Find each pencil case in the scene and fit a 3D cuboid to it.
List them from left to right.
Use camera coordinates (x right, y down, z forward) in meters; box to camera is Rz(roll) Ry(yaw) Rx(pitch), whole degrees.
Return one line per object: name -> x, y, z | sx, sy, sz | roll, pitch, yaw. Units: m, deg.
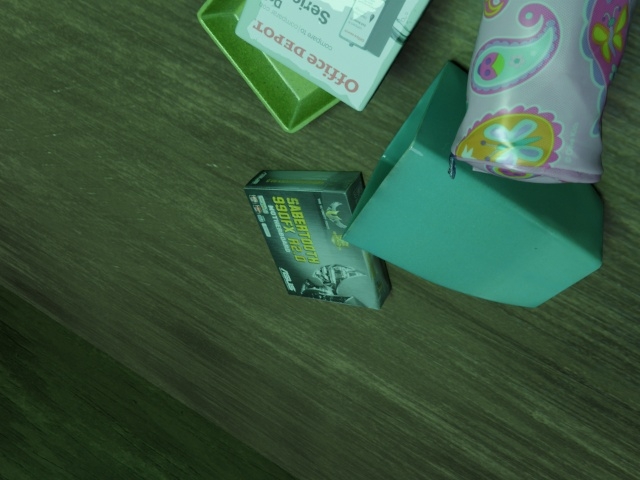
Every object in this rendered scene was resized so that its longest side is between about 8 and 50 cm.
pencil case -> 0.174, -0.182, 0.383 | 0.124, 0.124, 0.283 | 14, 107, 25

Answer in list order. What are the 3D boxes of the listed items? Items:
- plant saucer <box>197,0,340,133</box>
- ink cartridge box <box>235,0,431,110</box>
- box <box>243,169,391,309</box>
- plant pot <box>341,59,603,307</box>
plant saucer -> -0.029, -0.246, 0.608 | 0.188, 0.045, 0.188 | -22, 113, 46
ink cartridge box -> 0.033, -0.250, 0.473 | 0.153, 0.086, 0.208 | 31, 126, -2
box -> 0.000, 0.000, 0.817 | 0.183, 0.056, 0.230 | 7, 132, 32
plant pot -> 0.180, -0.040, 0.571 | 0.234, 0.165, 0.165 | 31, 141, -3
